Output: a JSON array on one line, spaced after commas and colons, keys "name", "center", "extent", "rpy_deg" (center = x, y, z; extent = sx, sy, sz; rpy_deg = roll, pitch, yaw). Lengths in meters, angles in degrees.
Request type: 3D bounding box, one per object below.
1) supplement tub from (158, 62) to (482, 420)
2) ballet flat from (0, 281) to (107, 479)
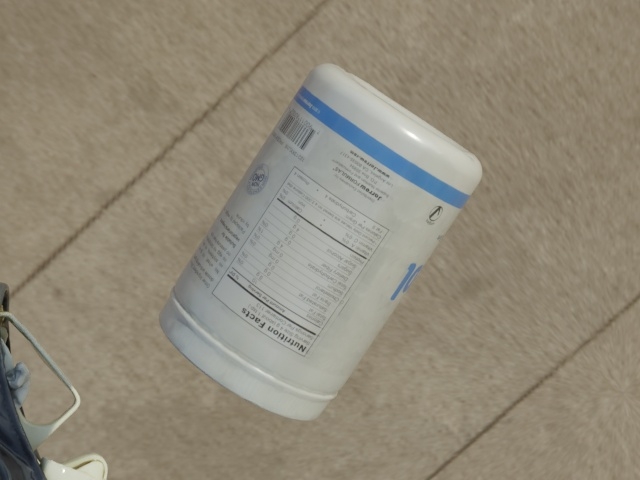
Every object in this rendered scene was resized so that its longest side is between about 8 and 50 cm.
[{"name": "supplement tub", "center": [0.000, 0.000, 0.429], "extent": [0.071, 0.071, 0.107], "rpy_deg": [36, 100, 15]}, {"name": "ballet flat", "center": [-0.155, 0.113, 0.668], "extent": [0.074, 0.074, 0.203], "rpy_deg": [-22, 93, 10]}]
